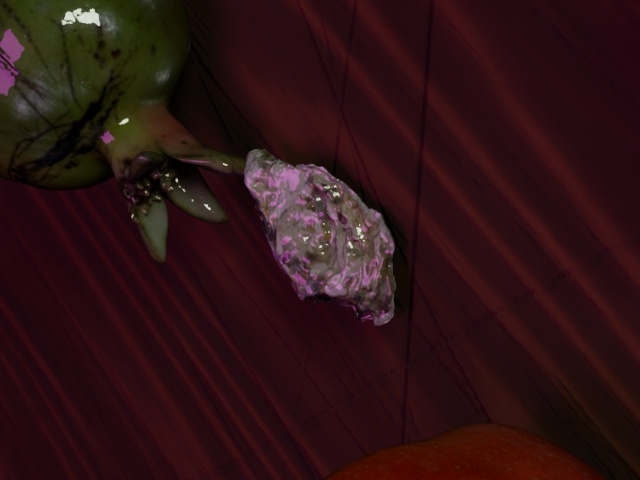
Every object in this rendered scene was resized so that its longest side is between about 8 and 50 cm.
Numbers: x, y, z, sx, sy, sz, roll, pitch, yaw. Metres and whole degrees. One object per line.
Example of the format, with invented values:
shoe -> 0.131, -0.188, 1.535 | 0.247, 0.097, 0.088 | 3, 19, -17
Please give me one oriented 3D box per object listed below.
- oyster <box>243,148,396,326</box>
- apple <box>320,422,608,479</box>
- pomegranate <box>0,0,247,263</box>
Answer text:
oyster -> 0.000, -0.001, 0.928 | 0.100, 0.037, 0.098 | 6, 114, 56
apple -> 0.062, 0.194, 0.783 | 0.201, 0.218, 0.218 | 62, 149, 24
pomegranate -> -0.128, -0.079, 0.995 | 0.191, 0.131, 0.152 | 52, 142, 14
